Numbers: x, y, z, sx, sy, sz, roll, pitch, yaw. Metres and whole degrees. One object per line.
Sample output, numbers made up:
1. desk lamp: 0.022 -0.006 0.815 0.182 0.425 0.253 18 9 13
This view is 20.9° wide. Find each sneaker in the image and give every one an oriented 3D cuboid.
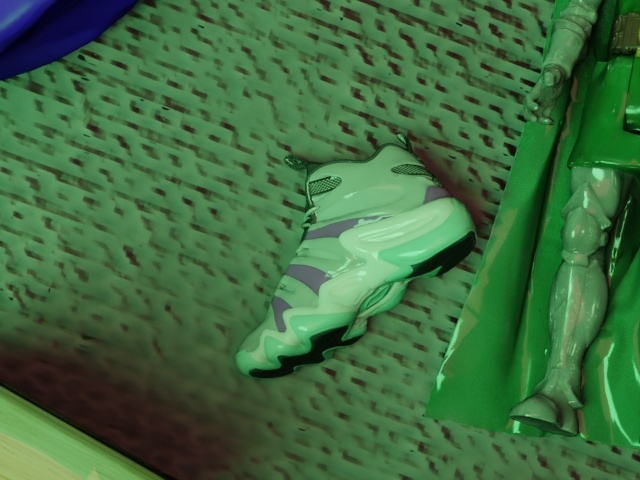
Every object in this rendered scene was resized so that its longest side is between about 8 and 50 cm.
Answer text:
1. sneaker: 0.000 0.000 0.621 0.098 0.038 0.069 -34 69 3

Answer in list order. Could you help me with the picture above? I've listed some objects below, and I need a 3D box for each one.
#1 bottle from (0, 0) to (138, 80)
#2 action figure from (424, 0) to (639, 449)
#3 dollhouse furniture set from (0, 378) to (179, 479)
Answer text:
1. bottle: -0.160 -0.187 0.577 0.092 0.118 0.283 -35 88 27
2. action figure: 0.118 -0.043 0.620 0.137 0.063 0.232 6 77 14
3. dollhouse furniture set: -0.141 0.157 0.520 0.212 0.161 0.242 30 81 -3
